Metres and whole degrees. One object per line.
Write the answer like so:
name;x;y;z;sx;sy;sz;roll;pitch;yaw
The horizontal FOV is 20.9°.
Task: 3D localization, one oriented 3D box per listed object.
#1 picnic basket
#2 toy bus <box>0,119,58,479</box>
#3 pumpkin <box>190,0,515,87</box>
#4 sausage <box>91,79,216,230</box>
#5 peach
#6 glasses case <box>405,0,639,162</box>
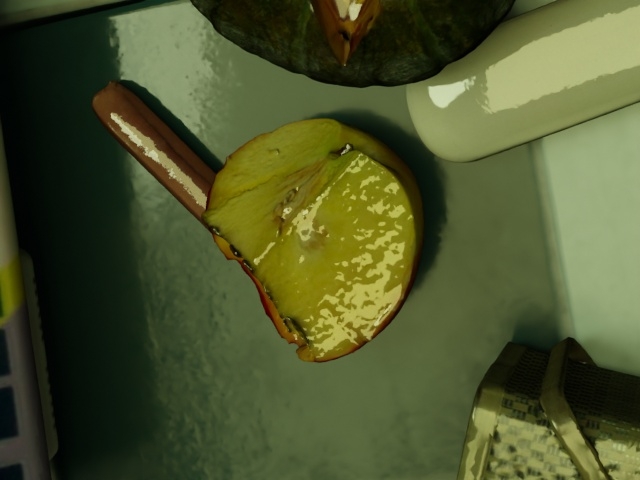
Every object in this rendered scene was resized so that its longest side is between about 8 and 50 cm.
picnic basket;0.149;0.204;1.074;0.139;0.165;0.266;13;100;12
toy bus;-0.312;0.016;1.096;0.249;0.209;0.440;-11;97;-31
pumpkin;0.022;-0.207;1.046;0.238;0.159;0.238;0;87;0
sausage;-0.096;-0.049;1.158;0.147;0.035;0.030;44;81;4
peach;0.006;0.000;1.101;0.151;0.118;0.151;-12;62;23
glasses case;0.153;-0.110;1.086;0.204;0.051;0.081;-18;93;14
